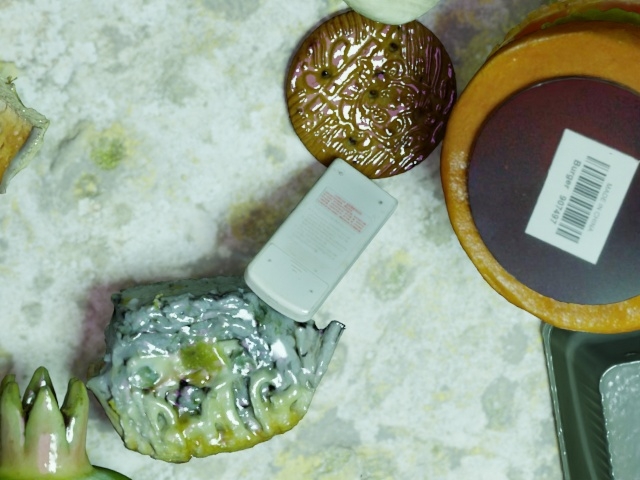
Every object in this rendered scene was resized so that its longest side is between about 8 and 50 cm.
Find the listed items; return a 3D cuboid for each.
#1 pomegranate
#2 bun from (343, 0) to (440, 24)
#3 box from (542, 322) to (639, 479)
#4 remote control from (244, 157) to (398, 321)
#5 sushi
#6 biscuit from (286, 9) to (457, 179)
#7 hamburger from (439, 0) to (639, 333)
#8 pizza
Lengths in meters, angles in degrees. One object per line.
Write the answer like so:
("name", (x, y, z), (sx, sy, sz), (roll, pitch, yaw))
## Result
("pomegranate", (-0.296, 0.311, 1.691), (0.310, 0.216, 0.358), (2, 91, -7))
("bun", (0.080, -0.333, 1.648), (0.127, 0.222, 0.222), (32, 96, 25))
("box", (0.340, 0.205, 1.752), (0.138, 0.178, 0.274), (-12, 101, -4))
("remote control", (0.000, 0.000, 1.678), (0.087, 0.029, 0.190), (35, 57, 3))
("sushi", (-0.114, 0.127, 1.712), (0.274, 0.139, 0.184), (-9, 103, -7))
("biscuit", (0.055, -0.157, 1.736), (0.188, 0.027, 0.187), (-1, 100, -6))
("hamburger", (0.295, -0.088, 1.631), (0.330, 0.250, 0.330), (8, 110, 22))
("pizza", (-0.383, -0.106, 1.682), (0.188, 0.080, 0.204), (37, 105, 12))
